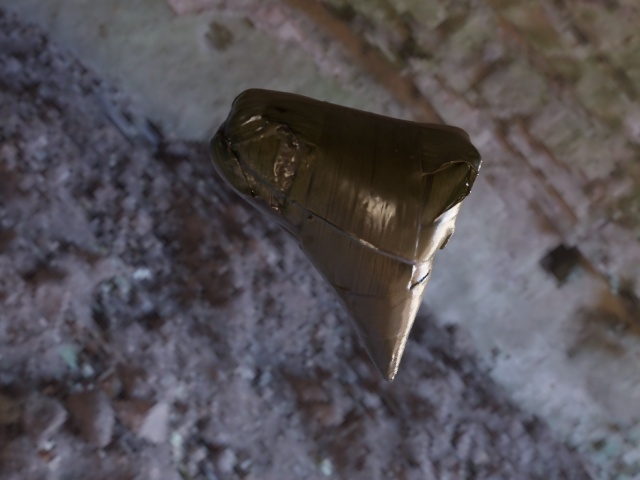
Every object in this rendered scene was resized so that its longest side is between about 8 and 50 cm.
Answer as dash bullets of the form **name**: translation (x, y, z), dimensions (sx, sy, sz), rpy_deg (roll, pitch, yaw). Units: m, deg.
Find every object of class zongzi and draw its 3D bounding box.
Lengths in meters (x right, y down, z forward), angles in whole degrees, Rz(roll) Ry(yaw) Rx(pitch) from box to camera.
- **zongzi**: translation (0.000, 0.000, 1.838), dimensions (0.323, 0.360, 0.160), rpy_deg (14, 27, -4)
